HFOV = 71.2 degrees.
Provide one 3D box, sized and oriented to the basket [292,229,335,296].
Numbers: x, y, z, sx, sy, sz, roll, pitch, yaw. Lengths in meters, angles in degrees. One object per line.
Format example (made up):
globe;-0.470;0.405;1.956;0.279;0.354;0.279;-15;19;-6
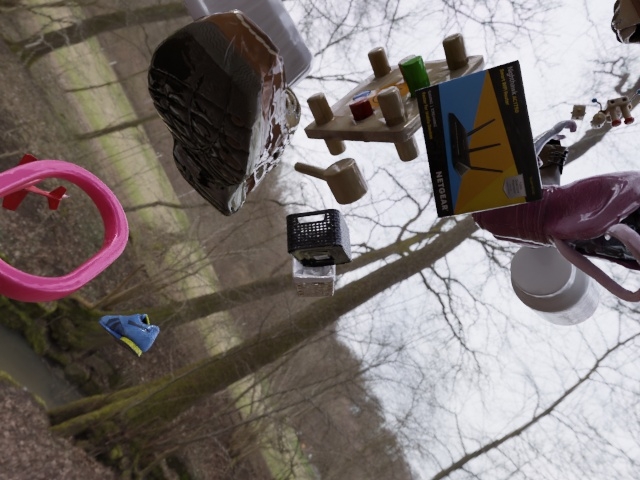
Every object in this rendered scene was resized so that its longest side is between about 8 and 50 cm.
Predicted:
basket;-0.017;0.065;1.222;0.103;0.113;0.167;88;1;-49

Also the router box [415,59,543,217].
router box;0.210;-0.129;0.598;0.046;0.133;0.178;-11;90;-65

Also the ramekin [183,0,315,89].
ramekin;-0.117;-0.377;0.784;0.273;0.127;0.273;55;12;-18

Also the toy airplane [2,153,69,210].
toy airplane;-0.628;-0.110;0.974;0.151;0.151;0.028;80;-17;-47

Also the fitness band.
fitness band;-0.436;-0.024;0.732;0.209;0.054;0.291;54;22;-16

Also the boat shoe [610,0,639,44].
boat shoe;0.554;-0.395;0.756;0.116;0.123;0.324;-43;-125;33

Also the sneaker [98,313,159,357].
sneaker;-0.448;0.206;1.053;0.209;0.082;0.069;9;-42;43

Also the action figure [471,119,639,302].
action figure;0.368;-0.026;0.723;0.370;0.276;0.248;13;-40;47

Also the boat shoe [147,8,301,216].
boat shoe;-0.085;-0.123;0.455;0.122;0.120;0.324;48;-17;-5

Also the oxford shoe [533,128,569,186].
oxford shoe;0.531;-0.176;1.048;0.096;0.083;0.227;120;-16;-55

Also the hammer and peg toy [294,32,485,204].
hammer and peg toy;0.088;-0.229;0.807;0.266;0.361;0.127;19;-35;49

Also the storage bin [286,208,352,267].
storage bin;0.000;0.000;1.028;0.180;0.122;0.084;53;31;-69

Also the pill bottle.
pill bottle;0.586;0.107;1.126;0.318;0.176;0.176;27;18;-49

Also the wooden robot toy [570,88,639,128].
wooden robot toy;0.680;-0.291;1.047;0.079;0.173;0.076;34;51;-67
